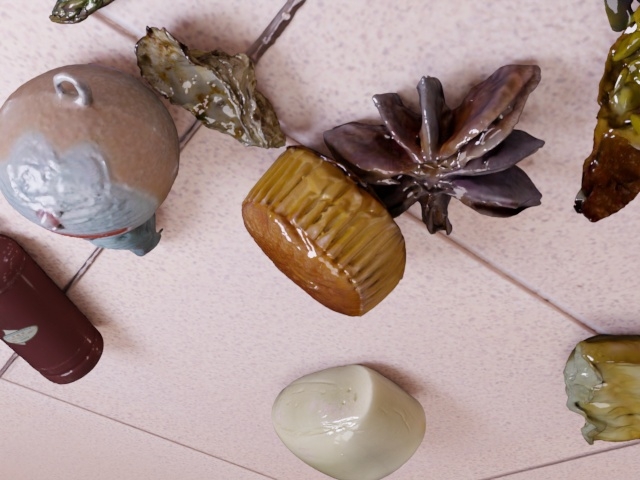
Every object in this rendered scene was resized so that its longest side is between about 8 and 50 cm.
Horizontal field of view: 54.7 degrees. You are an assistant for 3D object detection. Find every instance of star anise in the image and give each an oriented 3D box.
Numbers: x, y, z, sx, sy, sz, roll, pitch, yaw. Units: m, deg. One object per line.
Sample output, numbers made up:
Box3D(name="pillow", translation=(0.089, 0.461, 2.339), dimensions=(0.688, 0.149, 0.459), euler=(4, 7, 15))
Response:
Box3D(name="star anise", translation=(0.125, -0.084, 0.623), dimensions=(0.229, 0.093, 0.236), euler=(27, 135, -12))

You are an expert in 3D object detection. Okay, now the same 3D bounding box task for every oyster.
Box3D(name="oyster", translation=(-0.101, -0.147, 0.614), dimensions=(0.177, 0.056, 0.105), euler=(35, 151, -21))

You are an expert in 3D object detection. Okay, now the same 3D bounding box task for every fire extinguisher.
Box3D(name="fire extinguisher", translation=(-0.463, 0.096, 0.928), dimensions=(0.114, 0.135, 0.337), euler=(22, 149, 32))

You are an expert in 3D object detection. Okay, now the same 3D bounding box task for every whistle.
Box3D(name="whistle", translation=(-0.244, -0.053, 0.683), dimensions=(0.189, 0.189, 0.348), euler=(11, 152, -2))

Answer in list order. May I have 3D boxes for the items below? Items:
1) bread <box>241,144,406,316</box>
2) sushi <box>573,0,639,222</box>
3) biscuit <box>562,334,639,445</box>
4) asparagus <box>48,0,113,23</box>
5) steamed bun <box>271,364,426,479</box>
Box3D(name="bread", translation=(0.001, 0.000, 0.668), dimensions=(0.199, 0.104, 0.199), euler=(39, 166, 11))
Box3D(name="sushi", translation=(0.304, -0.150, 0.455), dimensions=(0.179, 0.167, 0.296), euler=(2, 154, -27))
Box3D(name="biscuit", translation=(0.486, 0.234, 0.949), dimensions=(0.329, 0.078, 0.335), euler=(14, 142, -10))
Box3D(name="asparagus", translation=(-0.186, -0.227, 0.547), dimensions=(0.165, 0.036, 0.030), euler=(-16, 127, 29))
Box3D(name="steamed bun", translation=(0.040, 0.326, 1.087), dimensions=(0.250, 0.155, 0.200), euler=(-26, 130, 33))
